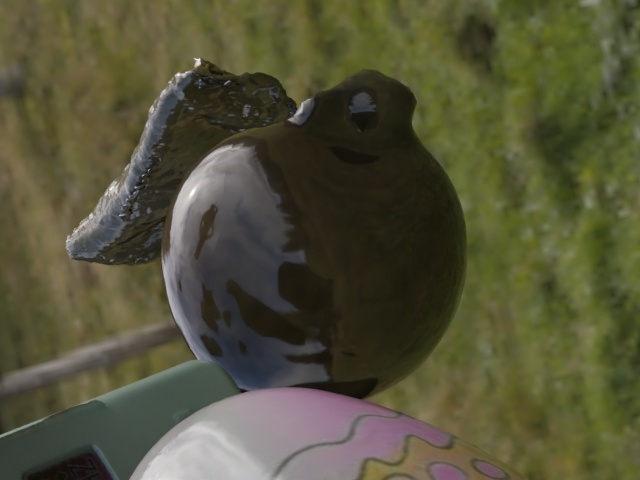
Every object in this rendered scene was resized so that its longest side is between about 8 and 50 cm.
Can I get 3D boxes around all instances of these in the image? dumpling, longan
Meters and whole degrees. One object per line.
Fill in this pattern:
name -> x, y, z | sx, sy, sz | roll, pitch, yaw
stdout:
dumpling -> -0.084, -0.069, 1.454 | 0.332, 0.166, 0.086 | 138, 127, -57
longan -> 0.000, 0.000, 1.082 | 0.159, 0.185, 0.204 | 37, 109, 51

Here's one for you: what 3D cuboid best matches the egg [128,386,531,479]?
egg -> 0.035, 0.167, 0.665 | 0.196, 0.196, 0.271 | 99, 147, -61

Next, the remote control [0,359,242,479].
remote control -> -0.136, 0.160, 0.883 | 0.140, 0.296, 0.056 | 55, 142, 18
